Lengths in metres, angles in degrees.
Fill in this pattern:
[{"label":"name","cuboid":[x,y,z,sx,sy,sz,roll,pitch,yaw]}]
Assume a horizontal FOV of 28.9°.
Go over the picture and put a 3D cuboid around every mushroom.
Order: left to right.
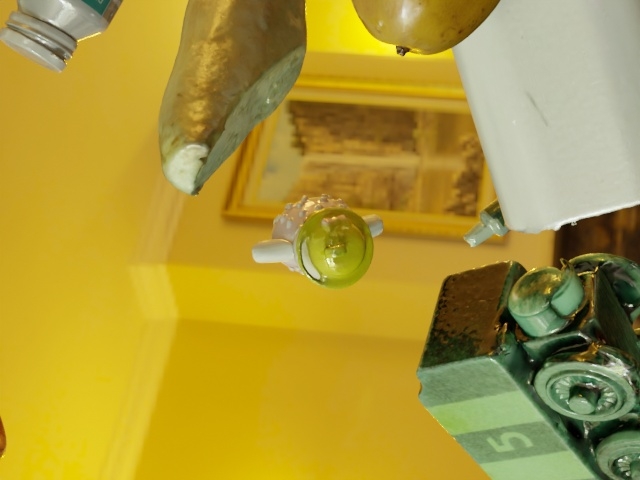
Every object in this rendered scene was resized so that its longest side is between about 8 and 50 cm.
[{"label":"mushroom","cuboid":[-0.064,-0.159,0.995,0.333,0.107,0.087,-87,18,-45]}]

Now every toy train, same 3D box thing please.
[{"label":"toy train","cuboid":[0.240,0.138,1.209,0.299,0.238,0.167,50,-137,-30]}]

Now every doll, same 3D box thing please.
[{"label":"doll","cuboid":[0.000,0.000,1.165,0.207,0.129,0.081,-140,37,-80]}]

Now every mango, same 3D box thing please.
[{"label":"mango","cuboid":[0.063,-0.144,0.629,0.080,0.060,0.114,47,-109,-34]}]

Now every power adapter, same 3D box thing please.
[{"label":"power adapter","cuboid":[0.145,-0.151,0.785,0.187,0.124,0.255,-46,-61,-69]}]

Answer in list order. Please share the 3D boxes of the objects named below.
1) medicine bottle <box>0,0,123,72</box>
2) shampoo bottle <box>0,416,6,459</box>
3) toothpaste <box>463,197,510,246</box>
[{"label":"medicine bottle","cuboid":[-0.319,-0.329,1.588,0.215,0.135,0.135,-62,-13,-6]},{"label":"shampoo bottle","cuboid":[-0.342,0.156,0.767,0.104,0.278,0.104,62,176,7]},{"label":"toothpaste","cuboid":[0.216,-0.060,1.155,0.031,0.204,0.049,51,176,10]}]
